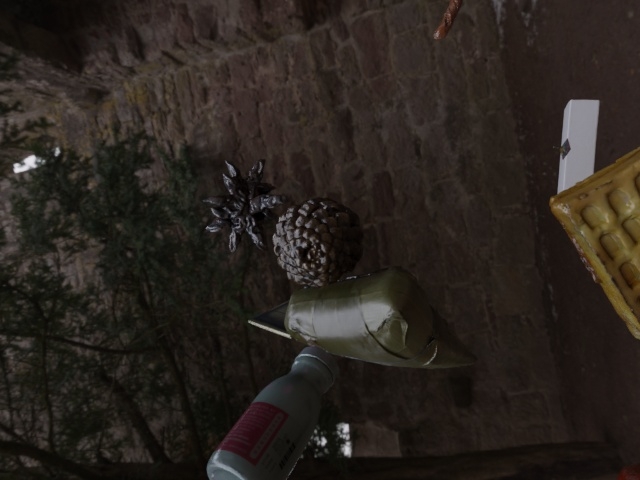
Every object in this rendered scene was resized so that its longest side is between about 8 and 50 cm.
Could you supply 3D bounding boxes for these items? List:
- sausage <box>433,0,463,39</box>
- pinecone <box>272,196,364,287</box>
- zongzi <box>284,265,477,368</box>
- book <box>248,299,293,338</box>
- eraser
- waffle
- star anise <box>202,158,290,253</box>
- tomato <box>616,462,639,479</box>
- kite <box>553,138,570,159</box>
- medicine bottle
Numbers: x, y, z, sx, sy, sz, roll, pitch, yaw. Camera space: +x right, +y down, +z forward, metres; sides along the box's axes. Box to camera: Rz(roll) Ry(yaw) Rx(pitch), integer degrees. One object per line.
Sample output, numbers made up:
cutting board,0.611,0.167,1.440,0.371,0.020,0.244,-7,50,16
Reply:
sausage,0.366,-0.638,1.222,0.157,0.036,0.042,-64,21,-6
pinecone,0.004,-0.001,0.880,0.204,0.184,0.179,-36,-73,-61
zongzi,0.135,0.222,1.031,0.393,0.356,0.174,39,-127,-38
book,-0.073,0.265,1.586,0.323,0.229,0.018,-21,-69,-44
eraser,0.764,-0.262,1.280,0.076,0.078,0.297,21,-105,-72
waffle,0.566,0.007,0.725,0.327,0.224,0.098,54,-169,-5
star anise,-0.212,-0.092,1.199,0.129,0.213,0.282,-104,38,-71
tomato,0.555,0.376,0.648,0.228,0.228,0.101,52,-152,-63
kite,0.538,-0.210,0.958,0.078,0.002,0.044,-82,-3,-52
medicine bottle,-0.050,0.237,0.576,0.217,0.091,0.090,-45,-54,-50
